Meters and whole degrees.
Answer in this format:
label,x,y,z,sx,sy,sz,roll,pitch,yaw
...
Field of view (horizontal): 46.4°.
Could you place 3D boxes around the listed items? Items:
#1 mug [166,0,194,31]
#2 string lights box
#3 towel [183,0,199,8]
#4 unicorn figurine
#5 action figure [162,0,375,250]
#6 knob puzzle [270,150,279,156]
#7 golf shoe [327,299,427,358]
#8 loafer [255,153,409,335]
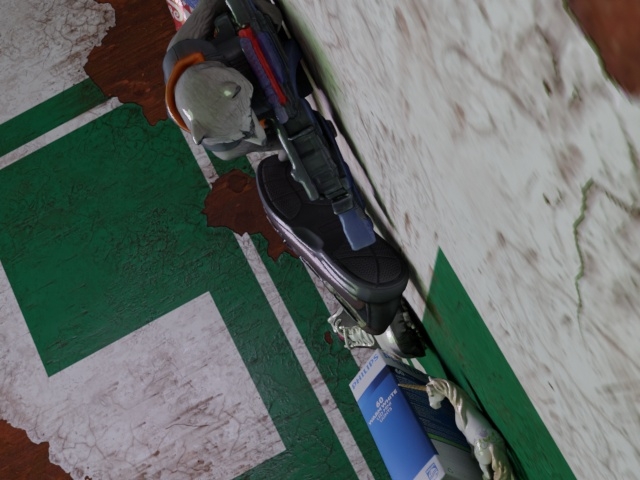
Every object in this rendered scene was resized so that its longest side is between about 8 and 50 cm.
label,x,y,z,sx,sy,sz,roll,pitch,yaw
mug,-0.224,-0.475,1.334,0.113,0.150,0.169,-67,-34,-42
string lights box,0.143,0.263,0.987,0.133,0.077,0.260,29,-165,-25
towel,-0.221,-0.412,1.091,0.336,0.040,0.243,42,179,39
unicorn figurine,0.177,0.221,0.867,0.162,0.060,0.111,29,150,57
action figure,-0.076,-0.126,0.837,0.342,0.178,0.330,64,-172,-4
knob puzzle,-0.071,-0.187,1.091,0.213,0.029,0.213,-8,-90,-86
golf shoe,0.087,0.142,1.176,0.105,0.120,0.273,64,177,-7
loafer,0.000,0.000,0.937,0.302,0.109,0.095,50,147,42
